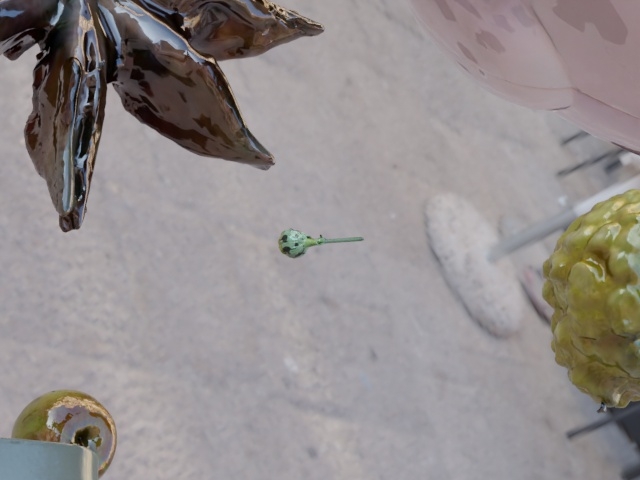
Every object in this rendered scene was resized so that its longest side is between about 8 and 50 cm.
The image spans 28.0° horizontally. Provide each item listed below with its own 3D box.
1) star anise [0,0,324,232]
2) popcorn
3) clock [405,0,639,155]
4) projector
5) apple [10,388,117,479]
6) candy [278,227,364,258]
[{"bbox_3d":[-0.136,-0.129,0.672,0.288,0.088,0.288,16,51,-21],"label":"star anise"},{"bbox_3d":[0.303,0.054,1.175,0.169,0.189,0.218,-100,180,-47],"label":"popcorn"},{"bbox_3d":[0.224,-0.183,0.599,0.377,0.368,0.250,53,-4,34],"label":"clock"},{"bbox_3d":[-0.163,0.160,0.677,0.083,0.083,0.082,9,48,-22],"label":"projector"},{"bbox_3d":[-0.219,0.172,1.102,0.089,0.074,0.090,6,79,-29],"label":"apple"},{"bbox_3d":[0.000,0.000,1.012,0.023,0.083,0.025,-21,101,-47],"label":"candy"}]
